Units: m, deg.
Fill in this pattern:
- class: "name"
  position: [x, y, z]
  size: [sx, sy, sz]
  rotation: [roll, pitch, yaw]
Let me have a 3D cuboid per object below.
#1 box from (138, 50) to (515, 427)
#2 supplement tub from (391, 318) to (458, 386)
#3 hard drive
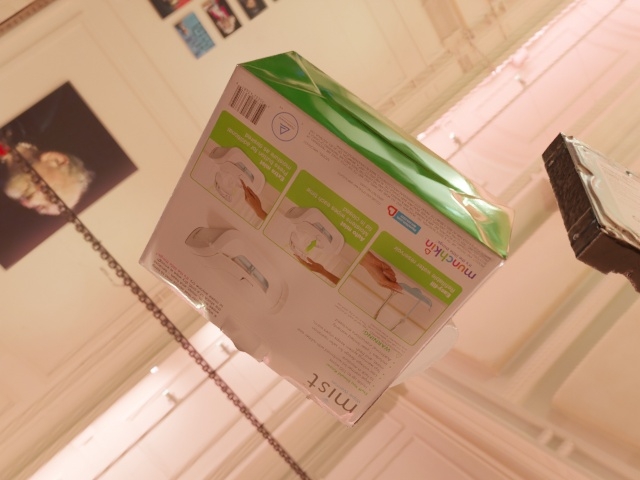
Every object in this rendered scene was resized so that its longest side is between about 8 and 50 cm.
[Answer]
- class: "box"
  position: [0.000, 0.000, 0.579]
  size: [0.231, 0.262, 0.127]
  rotation: [-57, 175, 30]
- class: "supplement tub"
  position: [0.053, 0.051, 0.997]
  size: [0.241, 0.241, 0.331]
  rotation: [-30, -122, 10]
- class: "hard drive"
  position: [0.481, -0.033, 0.972]
  size: [0.064, 0.237, 0.339]
  rotation: [-58, -172, 32]
